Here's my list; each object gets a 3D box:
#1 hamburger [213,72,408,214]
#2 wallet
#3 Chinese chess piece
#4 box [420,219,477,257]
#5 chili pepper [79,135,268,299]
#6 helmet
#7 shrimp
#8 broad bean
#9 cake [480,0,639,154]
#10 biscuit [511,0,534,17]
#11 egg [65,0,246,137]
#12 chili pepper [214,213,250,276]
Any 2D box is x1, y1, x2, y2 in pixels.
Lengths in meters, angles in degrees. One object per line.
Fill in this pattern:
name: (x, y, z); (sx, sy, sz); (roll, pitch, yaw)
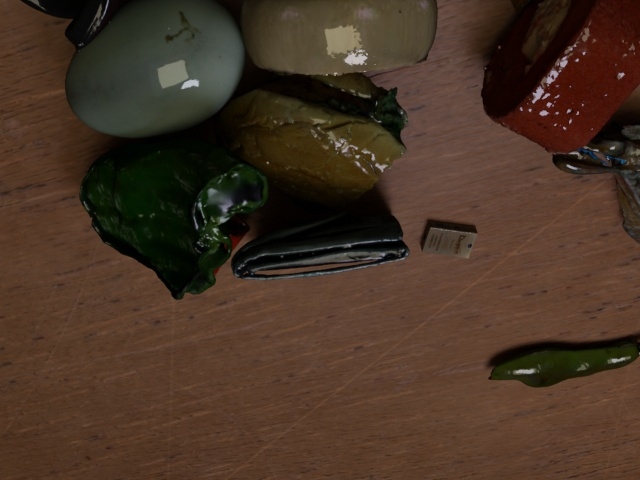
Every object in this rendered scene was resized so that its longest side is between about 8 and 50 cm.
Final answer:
hamburger: (-0.029, -0.146, 1.259); (0.211, 0.133, 0.309); (29, 159, -25)
wallet: (0.000, 0.000, 1.337); (0.237, 0.342, 0.075); (-9, 95, 3)
Chinese chess piece: (0.024, -0.278, 1.168); (0.249, 0.250, 0.103); (-4, 113, -1)
box: (0.212, -0.002, 1.519); (0.083, 0.024, 0.053); (7, 125, -11)
chili pepper: (-0.190, -0.047, 1.273); (0.167, 0.385, 0.213); (-29, 110, -28)
helmet: (-0.323, -0.350, 1.122); (0.189, 0.193, 0.216); (32, 160, -24)
shrimp: (0.542, -0.083, 1.449); (0.445, 0.110, 0.221); (21, 130, -23)
broad bean: (0.466, 0.220, 1.679); (0.325, 0.067, 0.075); (-11, 156, 1)
cake: (0.342, -0.245, 1.230); (0.150, 0.177, 0.283); (24, 126, -24)
biscuit: (0.351, -0.370, 1.265); (0.187, 0.027, 0.188); (-2, 125, -3)
egg: (-0.223, -0.229, 1.225); (0.264, 0.183, 0.183); (-19, 125, 20)
chili pepper: (-0.181, 0.026, 1.490); (0.088, 0.065, 0.169); (25, 127, -2)
